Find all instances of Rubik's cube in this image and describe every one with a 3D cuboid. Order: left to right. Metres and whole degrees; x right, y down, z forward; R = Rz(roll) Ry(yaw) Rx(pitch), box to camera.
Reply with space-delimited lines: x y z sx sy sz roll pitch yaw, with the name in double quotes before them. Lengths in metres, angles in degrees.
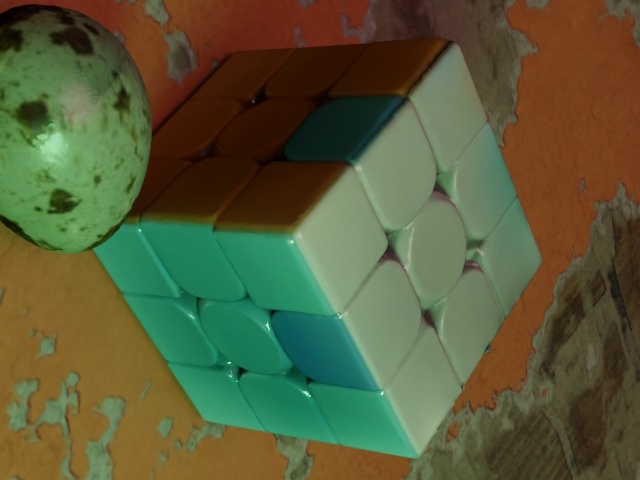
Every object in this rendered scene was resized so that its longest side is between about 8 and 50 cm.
"Rubik's cube" 0.000 0.000 1.226 0.291 0.292 0.290 -51 130 -34

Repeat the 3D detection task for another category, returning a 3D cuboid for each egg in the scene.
"egg" -0.224 -0.088 1.049 0.169 0.169 0.231 -47 143 -37
